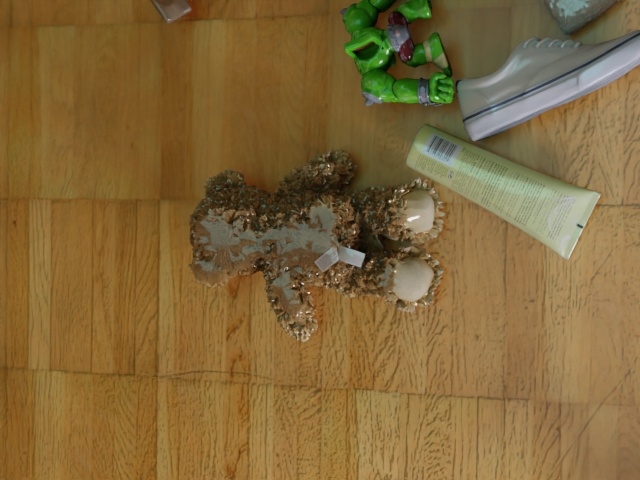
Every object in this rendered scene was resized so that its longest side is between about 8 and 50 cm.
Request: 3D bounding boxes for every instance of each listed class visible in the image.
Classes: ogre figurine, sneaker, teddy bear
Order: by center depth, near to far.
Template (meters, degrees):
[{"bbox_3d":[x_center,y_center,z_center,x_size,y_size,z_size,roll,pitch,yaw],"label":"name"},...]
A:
[{"bbox_3d":[0.280,-0.211,1.706,0.258,0.094,0.091,-23,87,21],"label":"sneaker"},{"bbox_3d":[0.094,-0.255,1.778,0.118,0.097,0.197,-17,92,12],"label":"ogre figurine"},{"bbox_3d":[0.000,0.000,1.824,0.338,0.113,0.245,-14,93,13],"label":"teddy bear"}]

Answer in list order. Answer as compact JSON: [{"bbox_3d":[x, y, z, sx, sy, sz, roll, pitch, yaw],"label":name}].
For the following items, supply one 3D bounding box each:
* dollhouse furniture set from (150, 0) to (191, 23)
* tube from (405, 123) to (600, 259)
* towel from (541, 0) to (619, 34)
[{"bbox_3d":[-0.120,-0.402,1.790,0.259,0.262,0.135,-33,80,-14],"label":"dollhouse furniture set"},{"bbox_3d":[0.224,-0.069,1.753,0.240,0.070,0.062,27,56,14],"label":"tube"},{"bbox_3d":[0.304,-0.415,1.721,0.187,0.049,0.282,-35,79,19],"label":"towel"}]
